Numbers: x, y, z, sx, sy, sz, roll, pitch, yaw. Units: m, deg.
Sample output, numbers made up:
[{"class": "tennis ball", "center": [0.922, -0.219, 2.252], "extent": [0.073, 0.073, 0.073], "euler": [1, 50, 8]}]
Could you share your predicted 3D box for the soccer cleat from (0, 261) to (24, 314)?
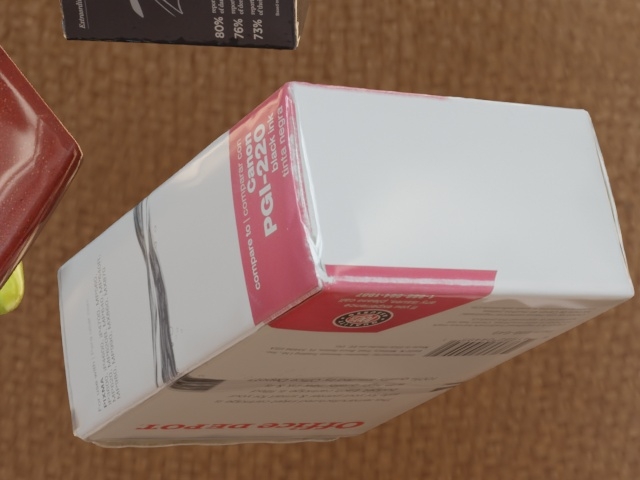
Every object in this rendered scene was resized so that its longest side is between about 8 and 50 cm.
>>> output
[{"class": "soccer cleat", "center": [-0.314, -0.033, 1.771], "extent": [0.121, 0.289, 0.093], "euler": [-25, 125, -9]}]

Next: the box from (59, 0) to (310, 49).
[{"class": "box", "center": [-0.115, -0.253, 1.581], "extent": [0.207, 0.108, 0.153], "euler": [4, 131, 6]}]

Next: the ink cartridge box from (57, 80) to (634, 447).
[{"class": "ink cartridge box", "center": [0.002, 0.019, 0.820], "extent": [0.158, 0.092, 0.218], "euler": [3, 156, -33]}]

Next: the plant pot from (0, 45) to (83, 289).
[{"class": "plant pot", "center": [-0.312, -0.040, 1.191], "extent": [0.236, 0.267, 0.267], "euler": [-43, 102, -24]}]
